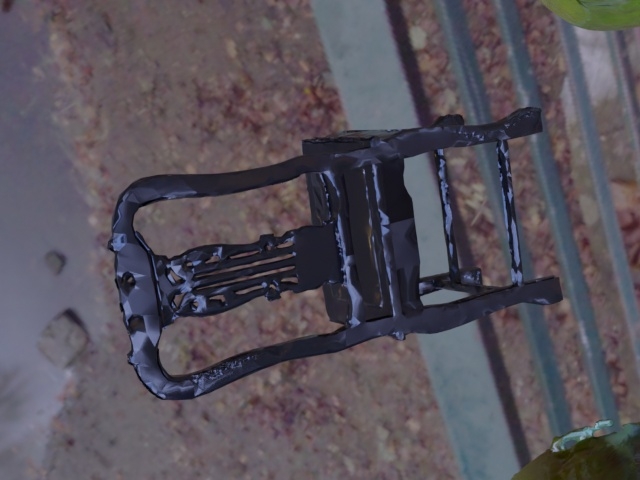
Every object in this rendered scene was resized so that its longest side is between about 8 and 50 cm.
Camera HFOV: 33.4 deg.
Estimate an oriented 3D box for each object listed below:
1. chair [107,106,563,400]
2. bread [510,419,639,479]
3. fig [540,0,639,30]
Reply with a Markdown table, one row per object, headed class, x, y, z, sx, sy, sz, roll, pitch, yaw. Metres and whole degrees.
| class | x | y | z | sx | sy | sz | roll | pitch | yaw |
| --- | --- | --- | --- | --- | --- | --- | --- | --- | --- |
| chair | 0.000 | 0.000 | 0.538 | 0.113 | 0.229 | 0.106 | -173 | 74 | -68 |
| bread | 0.237 | 0.279 | 0.705 | 0.251 | 0.376 | 0.208 | 14 | 113 | 5 |
| fig | 0.218 | -0.256 | 0.843 | 0.233 | 0.314 | 0.233 | 26 | 157 | 12 |
